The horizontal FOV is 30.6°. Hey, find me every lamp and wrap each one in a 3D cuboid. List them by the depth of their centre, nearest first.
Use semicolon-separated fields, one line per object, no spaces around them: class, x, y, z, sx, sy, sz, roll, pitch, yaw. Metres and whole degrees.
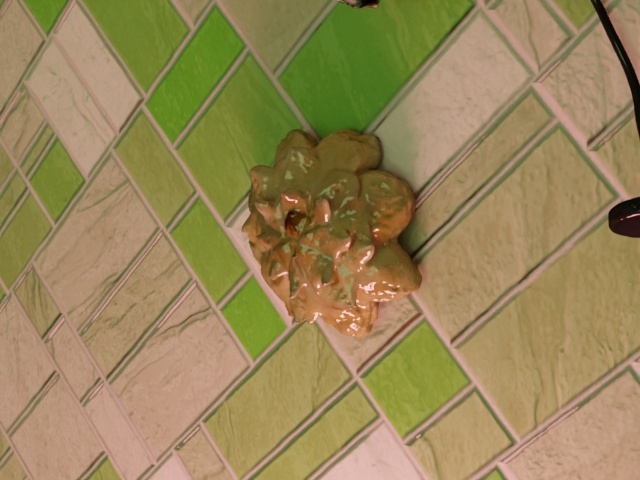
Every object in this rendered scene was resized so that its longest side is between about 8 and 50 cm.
lamp;0.332;-0.177;1.300;0.130;0.108;0.371;-14;90;37

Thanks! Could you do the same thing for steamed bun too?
steamed bun;0.000;0.000;1.597;0.292;0.137;0.295;41;121;21

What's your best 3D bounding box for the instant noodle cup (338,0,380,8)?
instant noodle cup;0.085;-0.427;1.400;0.236;0.215;0.215;-32;79;32
